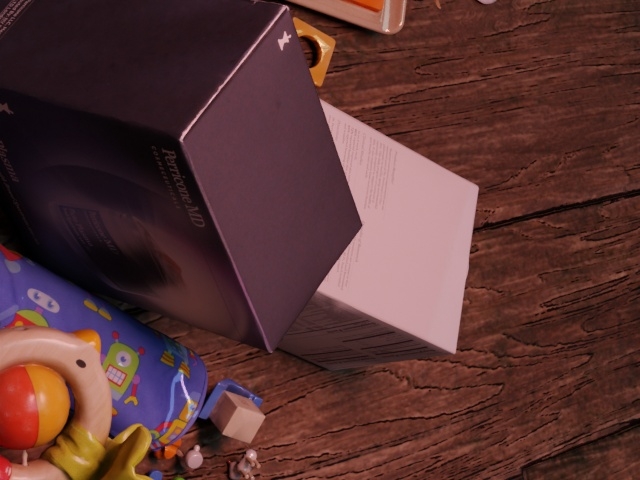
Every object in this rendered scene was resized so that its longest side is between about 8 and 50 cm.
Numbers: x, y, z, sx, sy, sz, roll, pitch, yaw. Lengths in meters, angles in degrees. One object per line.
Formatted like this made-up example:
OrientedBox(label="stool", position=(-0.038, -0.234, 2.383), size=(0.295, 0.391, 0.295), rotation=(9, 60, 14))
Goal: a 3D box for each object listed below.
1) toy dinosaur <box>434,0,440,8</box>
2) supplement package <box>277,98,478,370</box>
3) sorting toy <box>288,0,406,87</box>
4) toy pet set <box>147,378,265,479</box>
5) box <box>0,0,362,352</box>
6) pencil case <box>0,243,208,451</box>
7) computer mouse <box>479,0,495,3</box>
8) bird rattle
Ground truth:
OrientedBox(label="toy dinosaur", position=(0.100, -0.390, 2.262), size=(0.112, 0.064, 0.211), rotation=(-46, 104, -25))
OrientedBox(label="supplement package", position=(0.000, 0.000, 1.982), size=(0.262, 0.198, 0.199), rotation=(26, 64, -38))
OrientedBox(label="sorting toy", position=(0.027, -0.346, 2.149), size=(0.196, 0.047, 0.348), rotation=(13, 78, -31))
OrientedBox(label="toy pet set", position=(-0.117, 0.204, 1.945), size=(0.122, 0.065, 0.114), rotation=(24, 101, -36))
OrientedBox(label="box", position=(-0.154, -0.083, 1.707), size=(0.183, 0.294, 0.296), rotation=(-56, 145, -29))
OrientedBox(label="pencil case", position=(-0.251, 0.104, 1.776), size=(0.306, 0.119, 0.133), rotation=(32, 68, -36))
OrientedBox(label="computer mouse", position=(0.200, -0.396, 2.360), size=(0.106, 0.042, 0.193), rotation=(-26, 100, -45))
OrientedBox(label="bird rattle", position=(-0.277, 0.178, 1.685), size=(0.253, 0.143, 0.207), rotation=(-4, 101, -14))
